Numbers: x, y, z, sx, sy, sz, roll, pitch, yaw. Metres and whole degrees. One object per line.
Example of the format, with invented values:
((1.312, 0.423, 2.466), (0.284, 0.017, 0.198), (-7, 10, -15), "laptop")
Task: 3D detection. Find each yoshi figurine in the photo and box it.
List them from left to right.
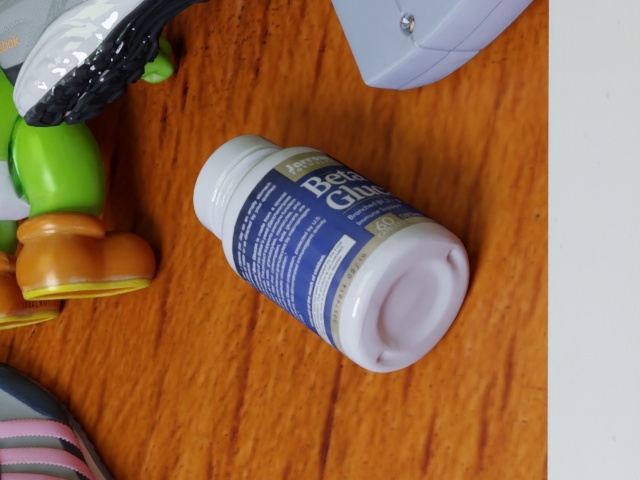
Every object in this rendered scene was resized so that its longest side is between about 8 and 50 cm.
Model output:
((-0.218, -0.124, 1.107), (0.203, 0.203, 0.362), (141, 115, -76), "yoshi figurine")

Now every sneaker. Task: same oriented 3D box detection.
((-0.220, 0.179, 1.033), (0.319, 0.131, 0.112), (39, 106, 39), "sneaker")
((-0.112, -0.188, 0.947), (0.271, 0.100, 0.108), (-38, 78, 19), "sneaker")

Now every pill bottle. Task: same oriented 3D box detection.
((0.000, 0.000, 0.908), (0.169, 0.094, 0.094), (34, 103, 39), "pill bottle")

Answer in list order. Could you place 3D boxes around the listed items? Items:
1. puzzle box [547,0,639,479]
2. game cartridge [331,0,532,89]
((0.218, 0.042, 0.569), (0.272, 0.052, 0.409), (1, 90, 31), "puzzle box")
((0.084, -0.230, 0.852), (0.294, 0.060, 0.196), (-54, 44, 47), "game cartridge")
